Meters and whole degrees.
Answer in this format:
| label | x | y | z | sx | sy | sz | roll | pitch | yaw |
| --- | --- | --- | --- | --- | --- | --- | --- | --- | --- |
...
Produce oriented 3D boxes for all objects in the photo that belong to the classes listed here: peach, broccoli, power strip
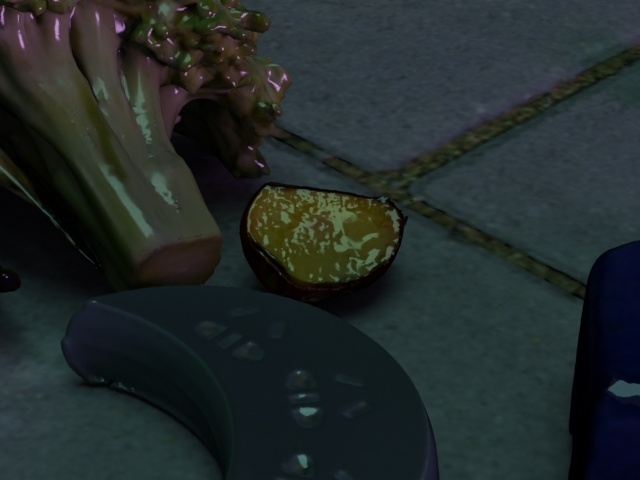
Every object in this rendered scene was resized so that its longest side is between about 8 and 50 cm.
| label | x | y | z | sx | sy | sz | roll | pitch | yaw |
| --- | --- | --- | --- | --- | --- | --- | --- | --- | --- |
| peach | 0.000 | 0.000 | 0.861 | 0.083 | 0.050 | 0.077 | -34 | 69 | -27 |
| broccoli | -0.133 | -0.065 | 0.877 | 0.247 | 0.263 | 0.243 | -34 | 65 | 6 |
| power strip | -0.030 | 0.105 | 0.705 | 0.168 | 0.054 | 0.253 | -7 | 34 | -8 |

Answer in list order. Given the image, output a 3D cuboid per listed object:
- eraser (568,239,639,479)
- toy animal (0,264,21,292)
| label | x | y | z | sx | sy | sz | roll | pitch | yaw |
| --- | --- | --- | --- | --- | --- | --- | --- | --- | --- |
| eraser | 0.278 | 0.074 | 0.705 | 0.332 | 0.101 | 0.155 | 6 | 34 | 7 |
| toy animal | -0.278 | 0.036 | 0.782 | 0.255 | 0.089 | 0.170 | 6 | 31 | 4 |
